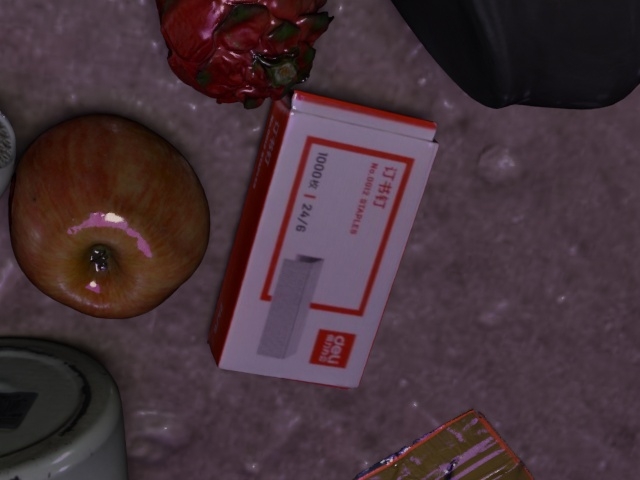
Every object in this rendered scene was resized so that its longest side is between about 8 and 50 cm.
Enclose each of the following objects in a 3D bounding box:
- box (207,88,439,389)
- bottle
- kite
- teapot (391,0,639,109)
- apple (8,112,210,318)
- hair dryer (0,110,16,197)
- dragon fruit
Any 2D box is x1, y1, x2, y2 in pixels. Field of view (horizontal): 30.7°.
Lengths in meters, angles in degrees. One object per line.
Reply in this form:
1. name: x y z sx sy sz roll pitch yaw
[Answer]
1. box: 0.000 0.000 0.895 0.123 0.050 0.229 11 111 -18
2. bottle: -0.256 0.271 0.912 0.229 0.229 0.351 -1 116 -5
3. kite: 0.117 0.320 1.066 0.328 0.013 0.377 6 111 -8
4. teapot: 0.183 -0.284 0.652 0.362 0.376 0.305 -34 71 0
5. apple: -0.151 -0.014 0.839 0.146 0.131 0.146 -3 118 -5
6. hair dryer: -0.345 -0.069 0.834 0.237 0.075 0.206 42 127 -4
7. dragon fruit: -0.050 -0.161 0.794 0.121 0.130 0.142 21 75 -7
